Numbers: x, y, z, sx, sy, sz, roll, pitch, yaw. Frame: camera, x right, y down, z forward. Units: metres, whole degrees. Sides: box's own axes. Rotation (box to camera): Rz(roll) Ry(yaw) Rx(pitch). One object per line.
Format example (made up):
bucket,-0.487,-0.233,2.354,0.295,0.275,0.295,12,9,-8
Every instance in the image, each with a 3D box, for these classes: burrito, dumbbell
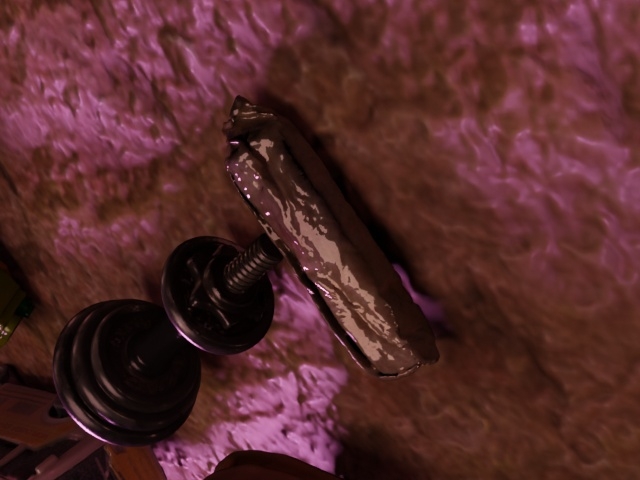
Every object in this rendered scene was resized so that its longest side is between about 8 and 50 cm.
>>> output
burrito,0.001,-0.001,0.698,0.058,0.045,0.188,-33,92,29
dumbbell,-0.092,0.058,0.811,0.110,0.110,0.254,52,138,0

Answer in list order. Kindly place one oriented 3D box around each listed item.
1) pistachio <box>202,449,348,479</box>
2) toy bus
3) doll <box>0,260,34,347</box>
pistachio,0.016,0.253,0.806,0.293,0.162,0.182,34,124,29
toy bus,-0.278,0.191,1.095,0.342,0.138,0.097,3,121,49
doll,-0.324,0.020,1.023,0.134,0.106,0.186,-12,129,37
